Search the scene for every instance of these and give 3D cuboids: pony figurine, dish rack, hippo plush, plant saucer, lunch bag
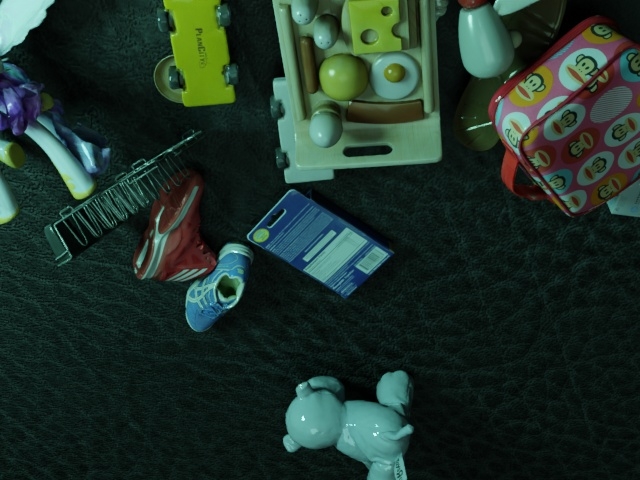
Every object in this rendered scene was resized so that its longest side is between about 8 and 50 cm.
[{"bbox_3d":[-0.462,-0.210,1.304,0.350,0.303,0.363,-12,128,33],"label":"pony figurine"},{"bbox_3d":[-0.289,-0.076,1.437,0.271,0.208,0.074,-29,101,25],"label":"dish rack"},{"bbox_3d":[0.049,0.375,1.763,0.236,0.294,0.235,7,106,4],"label":"hippo plush"},{"bbox_3d":[-0.213,-0.251,1.421,0.083,0.015,0.083,0,128,0],"label":"plant saucer"},{"bbox_3d":[0.377,-0.158,1.357,0.258,0.120,0.293,-40,141,9],"label":"lunch bag"}]

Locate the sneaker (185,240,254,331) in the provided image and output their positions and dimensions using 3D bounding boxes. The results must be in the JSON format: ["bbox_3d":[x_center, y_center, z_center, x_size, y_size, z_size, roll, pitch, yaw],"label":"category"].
[{"bbox_3d":[-0.187,0.095,1.650,0.080,0.081,0.211,20,127,-17],"label":"sneaker"}]

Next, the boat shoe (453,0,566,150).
[{"bbox_3d":[0.279,-0.271,1.371,0.104,0.089,0.285,31,123,9],"label":"boat shoe"}]

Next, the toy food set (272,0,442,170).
[{"bbox_3d":[0.053,-0.232,1.272,0.219,0.092,0.306,-3,132,7],"label":"toy food set"}]

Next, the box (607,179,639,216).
[{"bbox_3d":[0.585,-0.100,1.523,0.186,0.038,0.145,5,127,-5],"label":"box"}]

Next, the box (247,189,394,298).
[{"bbox_3d":[0.000,0.000,1.603,0.225,0.037,0.136,32,121,-24],"label":"box"}]

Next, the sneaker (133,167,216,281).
[{"bbox_3d":[-0.223,-0.021,1.580,0.128,0.087,0.221,12,125,-37],"label":"sneaker"}]

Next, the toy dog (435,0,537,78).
[{"bbox_3d":[0.235,-0.401,1.216,0.160,0.220,0.334,-23,140,-22],"label":"toy dog"}]

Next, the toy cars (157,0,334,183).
[{"bbox_3d":[-0.098,-0.240,1.390,0.176,0.087,0.393,-39,122,25],"label":"toy cars"}]
